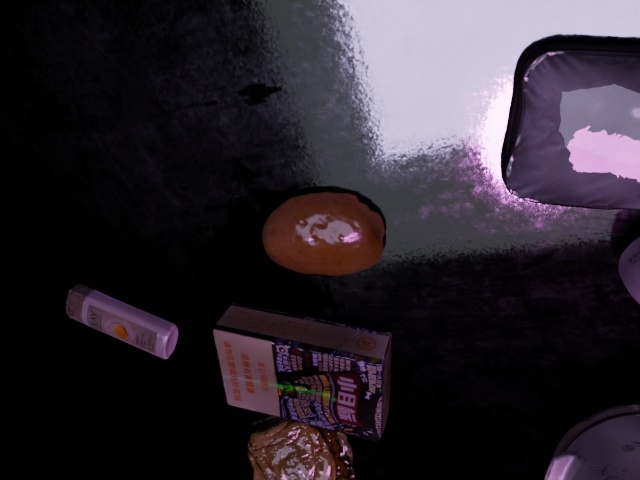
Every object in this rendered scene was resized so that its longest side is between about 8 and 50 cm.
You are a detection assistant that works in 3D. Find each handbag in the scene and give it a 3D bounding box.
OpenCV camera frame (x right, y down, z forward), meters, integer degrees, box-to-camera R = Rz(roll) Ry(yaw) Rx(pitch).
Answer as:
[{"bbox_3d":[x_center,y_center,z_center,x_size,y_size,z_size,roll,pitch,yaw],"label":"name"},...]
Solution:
[{"bbox_3d":[0.380,-0.115,0.573,0.332,0.075,0.192,10,121,18],"label":"handbag"}]

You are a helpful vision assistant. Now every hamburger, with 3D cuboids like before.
[{"bbox_3d":[-0.038,0.418,1.031,0.206,0.130,0.183,-24,84,12],"label":"hamburger"}]

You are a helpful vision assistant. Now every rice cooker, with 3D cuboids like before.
[{"bbox_3d":[0.478,0.389,0.725,0.316,0.316,0.264,12,98,13],"label":"rice cooker"}]

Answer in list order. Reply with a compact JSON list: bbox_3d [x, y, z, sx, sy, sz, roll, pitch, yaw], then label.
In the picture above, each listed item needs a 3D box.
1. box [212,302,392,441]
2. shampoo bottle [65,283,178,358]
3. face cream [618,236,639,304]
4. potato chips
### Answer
[{"bbox_3d":[-0.030,0.237,0.939,0.310,0.084,0.198,8,123,16],"label":"box"},{"bbox_3d":[-0.403,0.165,1.048,0.227,0.056,0.086,22,125,6],"label":"shampoo bottle"},{"bbox_3d":[0.424,0.042,0.637,0.091,0.095,0.091,9,123,15],"label":"face cream"},{"bbox_3d":[0.000,0.000,0.799,0.201,0.049,0.150,-3,125,15],"label":"potato chips"}]
